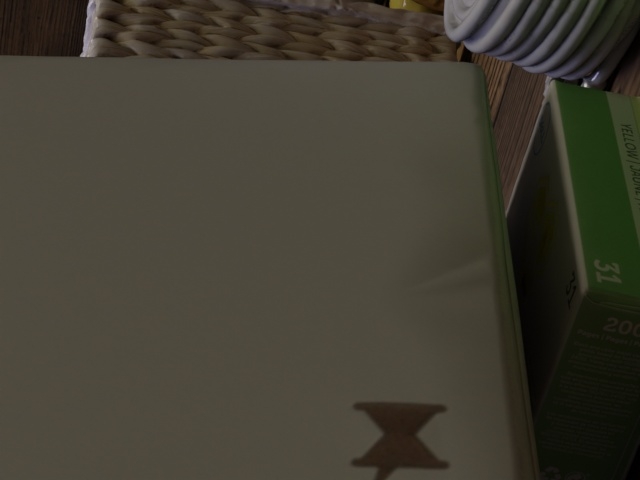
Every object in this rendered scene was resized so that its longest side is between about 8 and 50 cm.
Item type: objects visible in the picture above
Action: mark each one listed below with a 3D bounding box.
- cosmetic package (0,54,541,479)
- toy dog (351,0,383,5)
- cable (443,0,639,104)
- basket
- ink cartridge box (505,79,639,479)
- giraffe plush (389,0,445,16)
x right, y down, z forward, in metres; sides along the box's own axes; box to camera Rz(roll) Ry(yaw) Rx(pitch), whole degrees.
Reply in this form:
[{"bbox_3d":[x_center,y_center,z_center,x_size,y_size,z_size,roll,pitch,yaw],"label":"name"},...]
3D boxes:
[{"bbox_3d":[-0.082,0.159,0.657,0.327,0.329,0.394,-86,-3,-54],"label":"cosmetic package"},{"bbox_3d":[-0.016,-0.266,1.787,0.395,0.284,0.408,-43,33,50],"label":"toy dog"},{"bbox_3d":[0.137,-0.217,0.743,0.257,0.089,0.257,112,168,-64],"label":"cable"},{"bbox_3d":[-0.065,-0.023,1.210,0.266,0.331,0.328,-88,10,-50],"label":"basket"},{"bbox_3d":[0.132,-0.024,0.611,0.171,0.056,0.235,-85,6,-53],"label":"ink cartridge box"},{"bbox_3d":[0.056,-0.309,1.353,0.210,0.170,0.181,107,173,-46],"label":"giraffe plush"}]
